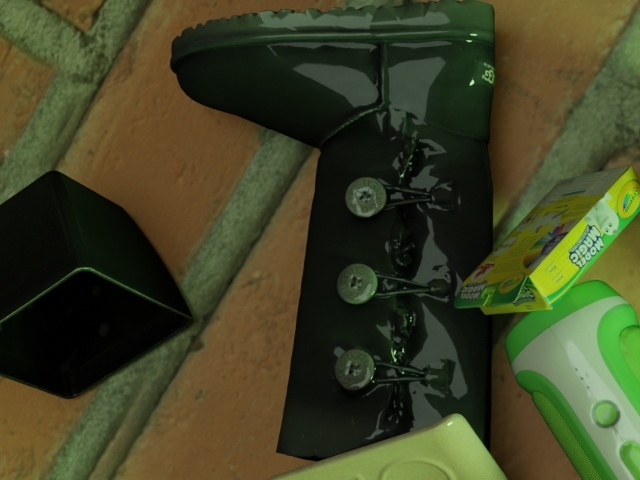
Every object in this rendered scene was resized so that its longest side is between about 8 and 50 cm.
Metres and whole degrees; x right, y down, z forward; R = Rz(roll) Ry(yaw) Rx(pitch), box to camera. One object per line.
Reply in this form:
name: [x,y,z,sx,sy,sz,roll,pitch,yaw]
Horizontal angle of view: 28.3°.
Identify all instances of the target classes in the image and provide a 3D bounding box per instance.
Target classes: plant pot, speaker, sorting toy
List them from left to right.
plant pot: [-0.279,0.039,1.380,0.187,0.188,0.167,-32,55,19]
sorting toy: [0.075,0.250,1.167,0.208,0.193,0.038,-24,32,19]
speaker: [0.280,0.183,1.088,0.131,0.131,0.296,-37,66,16]

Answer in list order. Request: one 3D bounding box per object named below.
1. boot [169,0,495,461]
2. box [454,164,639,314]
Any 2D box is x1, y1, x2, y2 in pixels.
boot: [0.002,0.000,1.268,0.367,0.146,0.445,-2,84,28]
box: [0.204,0.008,1.131,0.179,0.105,0.043,-42,103,-24]
